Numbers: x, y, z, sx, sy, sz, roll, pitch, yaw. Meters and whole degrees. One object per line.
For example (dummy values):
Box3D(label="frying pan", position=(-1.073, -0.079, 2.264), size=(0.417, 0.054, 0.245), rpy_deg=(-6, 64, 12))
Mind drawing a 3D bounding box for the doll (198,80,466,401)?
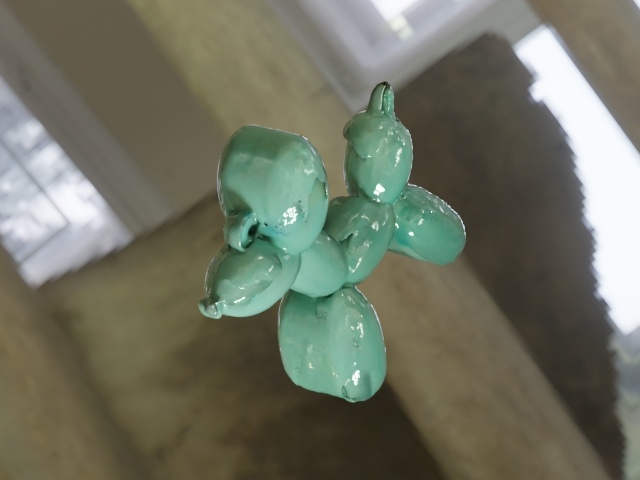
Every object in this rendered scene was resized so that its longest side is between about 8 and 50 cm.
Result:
Box3D(label="doll", position=(0.000, 0.000, 0.959), size=(0.059, 0.158, 0.159), rpy_deg=(15, -126, 36))
